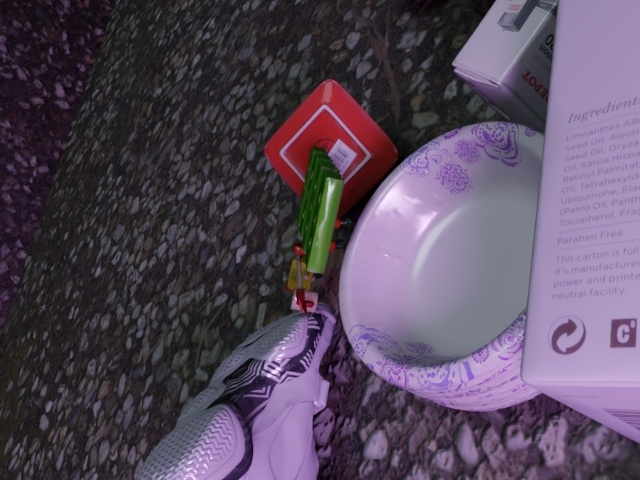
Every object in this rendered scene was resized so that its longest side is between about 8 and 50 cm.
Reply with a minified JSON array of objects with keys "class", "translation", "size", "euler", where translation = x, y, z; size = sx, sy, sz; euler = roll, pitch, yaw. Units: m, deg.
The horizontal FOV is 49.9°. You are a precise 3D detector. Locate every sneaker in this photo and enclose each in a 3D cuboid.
[{"class":"sneaker","translation":[-0.048,0.243,0.841],"size":[0.137,0.210,0.366],"euler":[-26,14,37]}]

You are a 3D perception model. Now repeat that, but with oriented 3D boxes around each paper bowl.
[{"class":"paper bowl","translation":[0.167,0.032,0.709],"size":[0.284,0.148,0.284],"euler":[-29,47,36]}]

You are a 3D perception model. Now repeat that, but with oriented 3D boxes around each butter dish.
[{"class":"butter dish","translation":[0.028,-0.130,1.017],"size":[0.160,0.118,0.160],"euler":[-44,80,23]}]

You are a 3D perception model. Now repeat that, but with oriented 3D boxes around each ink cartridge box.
[{"class":"ink cartridge box","translation":[0.271,-0.229,0.751],"size":[0.218,0.159,0.092],"euler":[-54,37,9]}]

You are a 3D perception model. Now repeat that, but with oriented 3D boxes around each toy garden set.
[{"class":"toy garden set","translation":[0.000,0.000,0.873],"size":[0.244,0.049,0.203],"euler":[-105,27,-74]}]

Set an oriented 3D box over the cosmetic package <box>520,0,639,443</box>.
[{"class":"cosmetic package","translation":[0.307,-0.075,0.550],"size":[0.162,0.230,0.453],"euler":[-11,59,45]}]
